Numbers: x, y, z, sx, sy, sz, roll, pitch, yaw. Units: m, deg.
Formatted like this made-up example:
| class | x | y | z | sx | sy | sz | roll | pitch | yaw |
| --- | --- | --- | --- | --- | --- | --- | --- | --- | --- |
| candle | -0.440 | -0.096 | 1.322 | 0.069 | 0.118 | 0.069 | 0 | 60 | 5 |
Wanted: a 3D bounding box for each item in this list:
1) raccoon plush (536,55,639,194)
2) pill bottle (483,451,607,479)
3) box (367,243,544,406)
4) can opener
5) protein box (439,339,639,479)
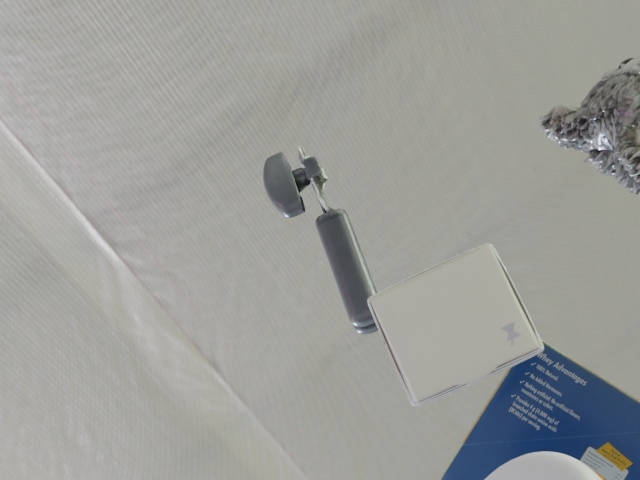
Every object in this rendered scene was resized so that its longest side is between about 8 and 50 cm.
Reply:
| class | x | y | z | sx | sy | sz | roll | pitch | yaw |
| --- | --- | --- | --- | --- | --- | --- | --- | --- | --- |
| raccoon plush | 0.401 | -0.005 | 1.087 | 0.299 | 0.216 | 0.446 | -21 | -80 | -24 |
| pill bottle | 0.234 | 0.287 | 0.838 | 0.272 | 0.152 | 0.152 | 38 | -81 | -27 |
| box | 0.118 | 0.078 | 0.944 | 0.113 | 0.094 | 0.275 | -25 | -10 | 3 |
| can opener | 0.000 | 0.000 | 1.485 | 0.095 | 0.283 | 0.076 | -21 | -23 | 3 |
| protein box | 0.282 | 0.248 | 1.296 | 0.201 | 0.200 | 0.136 | -58 | -14 | 1 |
